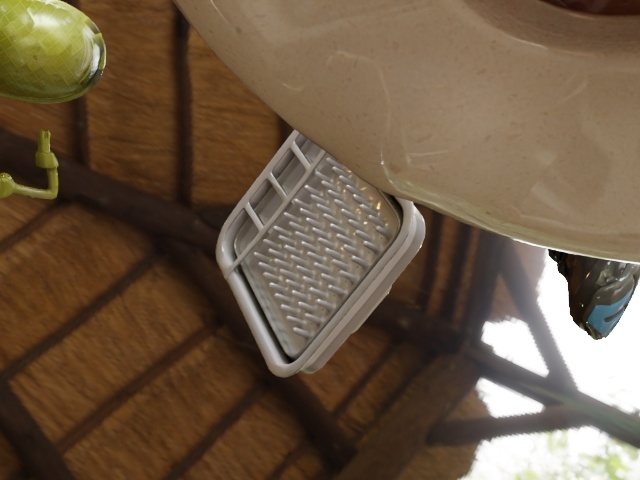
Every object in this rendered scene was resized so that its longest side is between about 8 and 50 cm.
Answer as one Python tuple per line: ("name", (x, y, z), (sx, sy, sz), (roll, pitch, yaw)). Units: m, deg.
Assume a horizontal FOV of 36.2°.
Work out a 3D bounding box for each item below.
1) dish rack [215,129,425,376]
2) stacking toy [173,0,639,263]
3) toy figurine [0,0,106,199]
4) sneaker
("dish rack", (0.000, 0.000, 1.285), (0.072, 0.333, 0.285), (28, -71, -35))
("stacking toy", (0.158, -0.260, 0.392), (0.350, 0.351, 0.479), (74, -144, -53))
("toy figurine", (-0.327, -0.136, 0.697), (0.363, 0.217, 0.191), (13, -91, -23))
("sneaker", (0.289, -0.015, 1.107), (0.340, 0.140, 0.125), (-68, -3, -56))
